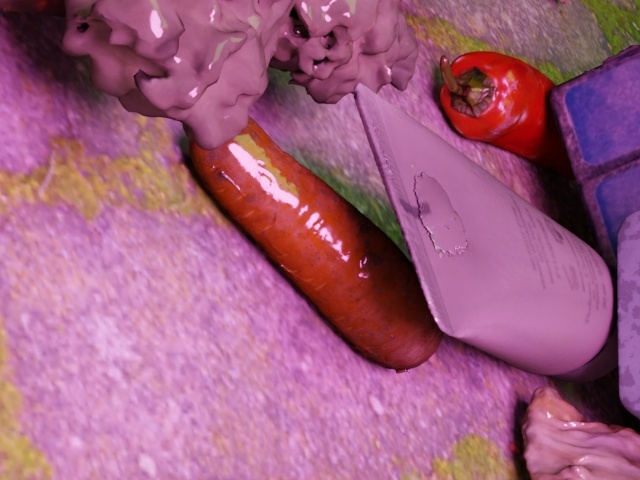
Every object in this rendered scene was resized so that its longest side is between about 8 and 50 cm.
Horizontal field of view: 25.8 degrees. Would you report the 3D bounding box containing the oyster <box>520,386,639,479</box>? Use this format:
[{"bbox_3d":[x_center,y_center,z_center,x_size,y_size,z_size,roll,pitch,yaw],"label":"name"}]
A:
[{"bbox_3d":[0.222,0.215,0.788,0.354,0.107,0.201,53,19,28],"label":"oyster"}]

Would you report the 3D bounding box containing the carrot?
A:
[{"bbox_3d":[0.000,0.000,0.757,0.186,0.060,0.060,46,32,-20],"label":"carrot"}]

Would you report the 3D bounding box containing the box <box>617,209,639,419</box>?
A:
[{"bbox_3d":[0.289,0.047,0.842,0.130,0.227,0.162,27,60,-47],"label":"box"}]

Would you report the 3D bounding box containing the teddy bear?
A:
[{"bbox_3d":[-0.080,-0.178,0.708,0.367,0.224,0.357,46,27,-50],"label":"teddy bear"}]

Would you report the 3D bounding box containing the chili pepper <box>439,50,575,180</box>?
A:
[{"bbox_3d":[0.151,-0.098,1.073,0.063,0.071,0.272,29,6,34],"label":"chili pepper"}]

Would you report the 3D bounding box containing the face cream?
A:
[{"bbox_3d":[0.109,0.018,0.817,0.314,0.089,0.143,32,38,-60],"label":"face cream"}]

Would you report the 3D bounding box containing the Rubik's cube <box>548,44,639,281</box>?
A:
[{"bbox_3d":[0.417,0.010,1.056,0.343,0.344,0.337,23,49,-55],"label":"Rubik's cube"}]

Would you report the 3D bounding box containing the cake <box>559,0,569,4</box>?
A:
[{"bbox_3d":[0.259,-0.285,1.349,0.052,0.121,0.065,22,53,-37],"label":"cake"}]
